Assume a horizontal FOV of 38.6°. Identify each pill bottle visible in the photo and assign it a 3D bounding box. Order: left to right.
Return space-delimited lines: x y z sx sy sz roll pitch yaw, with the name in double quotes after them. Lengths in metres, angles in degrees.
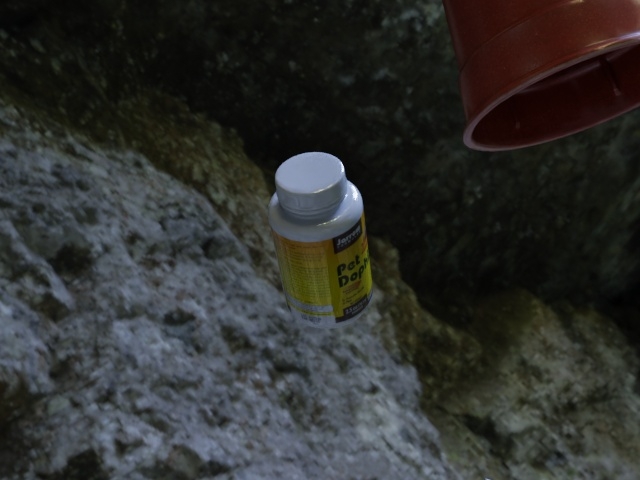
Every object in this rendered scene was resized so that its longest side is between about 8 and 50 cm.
0.000 0.000 1.139 0.117 0.117 0.215 -28 -46 -20 "pill bottle"

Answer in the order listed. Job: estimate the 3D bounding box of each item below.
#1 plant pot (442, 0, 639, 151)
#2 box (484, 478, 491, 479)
0.249 -0.276 1.021 0.272 0.265 0.272 -16 -13 -4 "plant pot"
0.179 0.397 1.064 0.036 0.114 0.207 28 -84 -34 "box"
